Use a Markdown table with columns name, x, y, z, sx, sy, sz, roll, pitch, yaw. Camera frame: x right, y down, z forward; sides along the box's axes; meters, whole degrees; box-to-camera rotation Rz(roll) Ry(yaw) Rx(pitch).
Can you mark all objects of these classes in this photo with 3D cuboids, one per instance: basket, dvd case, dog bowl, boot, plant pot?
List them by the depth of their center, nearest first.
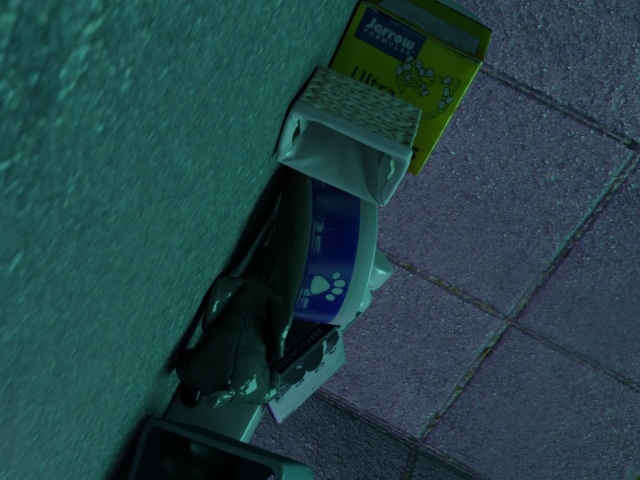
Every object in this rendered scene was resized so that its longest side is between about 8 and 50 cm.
| name | x | y | z | sx | sy | sz | roll | pitch | yaw |
| --- | --- | --- | --- | --- | --- | --- | --- | --- | --- |
| basket | 0.041 | -0.141 | 1.059 | 0.113 | 0.167 | 0.103 | 115 | -1 | -55 |
| plant pot | -0.142 | 0.431 | 1.253 | 0.252 | 0.248 | 0.246 | 27 | 76 | -65 |
| dog bowl | 0.000 | 0.000 | 1.279 | 0.265 | 0.104 | 0.264 | -172 | -90 | -75 |
| boot | -0.215 | 0.236 | 1.369 | 0.099 | 0.045 | 0.121 | 122 | -11 | -87 |
| dvd case | -0.030 | 0.236 | 1.427 | 0.179 | 0.029 | 0.238 | -40 | 159 | -14 |

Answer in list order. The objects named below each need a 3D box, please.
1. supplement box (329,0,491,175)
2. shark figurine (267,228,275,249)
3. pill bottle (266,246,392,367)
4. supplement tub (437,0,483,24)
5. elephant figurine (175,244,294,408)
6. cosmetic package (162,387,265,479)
| name | x | y | z | sx | sy | sz | roll | pitch | yaw |
| --- | --- | --- | --- | --- | --- | --- | --- | --- | --- |
| supplement box | 0.141 | -0.276 | 1.288 | 0.195 | 0.194 | 0.356 | -63 | 177 | 26 |
| shark figurine | -0.047 | 0.004 | 1.558 | 0.278 | 0.116 | 0.166 | -64 | 177 | -3 |
| pill bottle | -0.007 | 0.112 | 1.503 | 0.283 | 0.161 | 0.161 | -48 | -178 | 16 |
| supplement tub | 0.218 | -0.387 | 1.738 | 0.272 | 0.191 | 0.191 | -63 | 178 | 29 |
| elephant figurine | -0.118 | 0.119 | 1.203 | 0.169 | 0.186 | 0.239 | 20 | 87 | -45 |
| cosmetic package | -0.230 | 0.388 | 1.482 | 0.365 | 0.155 | 0.197 | -60 | 173 | -17 |
